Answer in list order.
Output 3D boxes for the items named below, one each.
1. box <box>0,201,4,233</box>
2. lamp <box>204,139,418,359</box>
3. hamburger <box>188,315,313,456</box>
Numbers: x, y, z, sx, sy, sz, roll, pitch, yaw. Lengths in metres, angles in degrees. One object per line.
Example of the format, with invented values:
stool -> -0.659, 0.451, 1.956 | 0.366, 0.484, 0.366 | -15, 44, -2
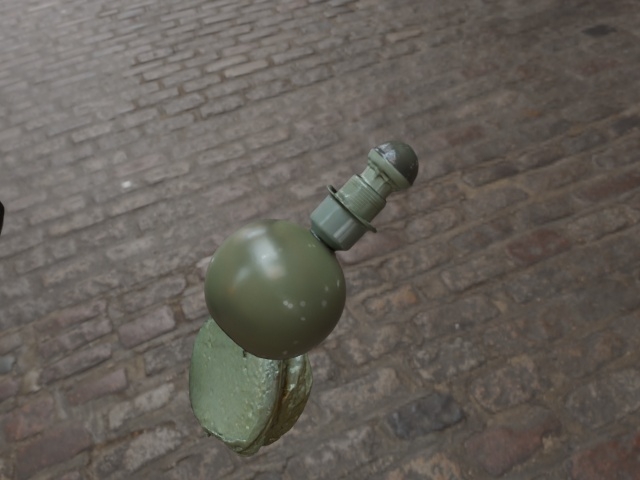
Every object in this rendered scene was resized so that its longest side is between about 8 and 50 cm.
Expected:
box -> -0.470, 0.046, 0.611 | 0.091, 0.350, 0.359 | 7, 76, 33
lamp -> 0.000, 0.000, 0.453 | 0.163, 0.091, 0.091 | -47, 40, 7
hamburger -> -0.070, 0.122, 0.654 | 0.062, 0.133, 0.140 | 17, 8, -46
